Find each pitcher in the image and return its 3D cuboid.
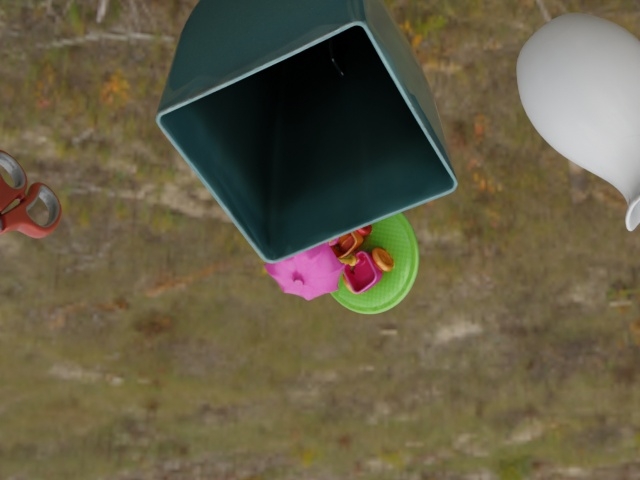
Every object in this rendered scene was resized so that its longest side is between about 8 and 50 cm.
[{"bbox_3d":[0.295,-0.117,1.097,0.177,0.207,0.125,-7,143,-39],"label":"pitcher"}]

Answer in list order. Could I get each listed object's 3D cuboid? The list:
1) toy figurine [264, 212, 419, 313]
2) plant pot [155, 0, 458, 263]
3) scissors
[{"bbox_3d":[0.000,0.000,1.223,0.130,0.173,0.159,-39,161,28],"label":"toy figurine"},{"bbox_3d":[-0.010,-0.141,0.916,0.165,0.234,0.166,-22,130,17],"label":"plant pot"},{"bbox_3d":[-0.328,-0.015,1.186,0.021,0.297,0.109,-35,109,13],"label":"scissors"}]
